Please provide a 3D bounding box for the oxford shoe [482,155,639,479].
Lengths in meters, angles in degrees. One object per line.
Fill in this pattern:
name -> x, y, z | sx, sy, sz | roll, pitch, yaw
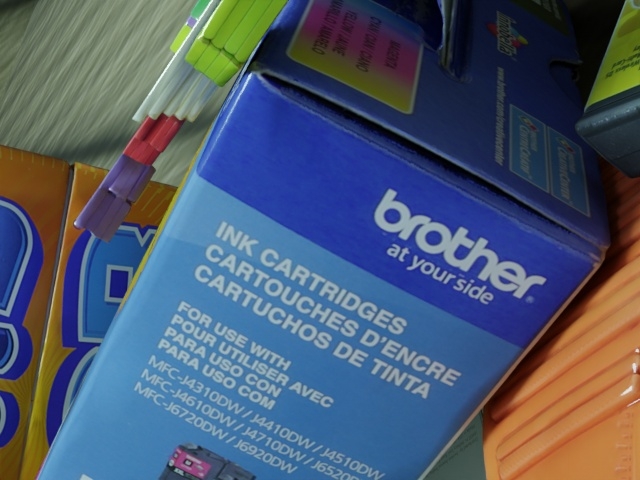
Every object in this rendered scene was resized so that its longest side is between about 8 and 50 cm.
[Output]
oxford shoe -> 0.137, 0.087, 0.354 | 0.130, 0.133, 0.363 | 128, 163, -57

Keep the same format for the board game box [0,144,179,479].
board game box -> -0.288, 0.133, 0.857 | 0.356, 0.356, 0.356 | -13, 66, 59

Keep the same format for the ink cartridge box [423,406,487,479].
ink cartridge box -> 0.098, 0.130, 0.450 | 0.104, 0.062, 0.181 | -49, 38, 43

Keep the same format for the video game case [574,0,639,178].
video game case -> 0.216, -0.154, 0.290 | 0.275, 0.035, 0.248 | -20, 39, 57

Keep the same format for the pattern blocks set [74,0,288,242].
pattern blocks set -> -0.014, -0.136, 0.438 | 0.325, 0.026, 0.285 | -52, 12, 15

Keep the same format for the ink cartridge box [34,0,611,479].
ink cartridge box -> 0.000, 0.000, 0.510 | 0.395, 0.151, 0.270 | -56, 10, 31
